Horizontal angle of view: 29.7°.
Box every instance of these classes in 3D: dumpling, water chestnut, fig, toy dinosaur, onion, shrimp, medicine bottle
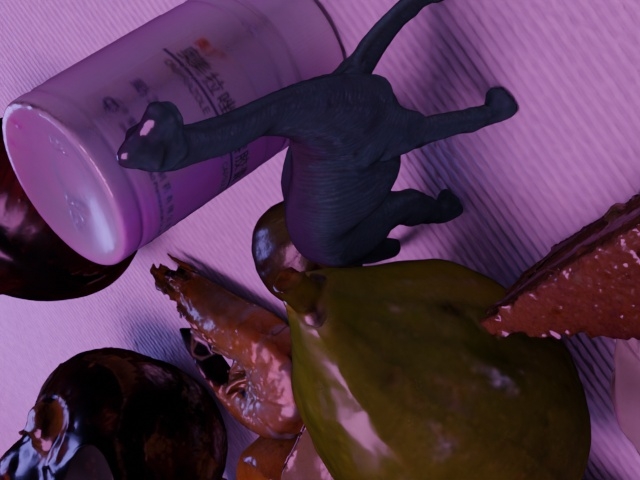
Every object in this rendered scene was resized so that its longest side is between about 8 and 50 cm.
[{"bbox_3d":[0.266,0.120,0.885,0.188,0.108,0.127,42,175,-15],"label":"dumpling"},{"bbox_3d":[-0.253,0.315,1.619,0.335,0.347,0.335,-11,72,38],"label":"water chestnut"},{"bbox_3d":[0.000,0.000,1.113,0.109,0.103,0.155,23,144,-22],"label":"fig"},{"bbox_3d":[-0.021,-0.025,0.882,0.129,0.331,0.383,42,146,22],"label":"toy dinosaur"},{"bbox_3d":[-0.355,-0.010,1.413,0.273,0.285,0.273,19,149,12],"label":"onion"},{"bbox_3d":[0.092,0.102,0.960,0.233,0.233,0.314,21,138,41],"label":"fig"},{"bbox_3d":[-0.107,0.125,1.391,0.287,0.063,0.152,34,126,35],"label":"shrimp"},{"bbox_3d":[-0.115,-0.107,0.996,0.152,0.254,0.152,34,145,28],"label":"medicine bottle"}]

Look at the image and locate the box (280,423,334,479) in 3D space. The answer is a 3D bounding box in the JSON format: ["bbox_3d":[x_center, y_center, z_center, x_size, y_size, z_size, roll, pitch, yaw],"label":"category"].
[{"bbox_3d":[0.031,0.212,1.258,0.111,0.111,0.177,36,113,25],"label":"box"}]

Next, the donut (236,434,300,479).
[{"bbox_3d":[-0.002,0.306,1.412,0.227,0.114,0.226,33,145,27],"label":"donut"}]

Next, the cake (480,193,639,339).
[{"bbox_3d":[0.225,0.017,0.806,0.112,0.116,0.295,56,149,-6],"label":"cake"}]
